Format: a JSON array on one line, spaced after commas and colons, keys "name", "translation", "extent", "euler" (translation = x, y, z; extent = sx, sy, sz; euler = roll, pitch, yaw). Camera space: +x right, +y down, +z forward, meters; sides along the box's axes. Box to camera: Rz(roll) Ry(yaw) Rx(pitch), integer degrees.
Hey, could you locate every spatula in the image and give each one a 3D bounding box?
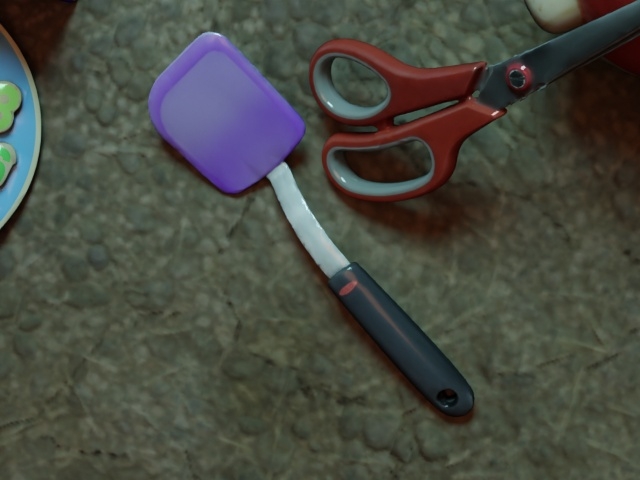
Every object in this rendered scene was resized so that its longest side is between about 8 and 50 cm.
[{"name": "spatula", "translation": [0.000, 0.000, 0.755], "extent": [0.084, 0.030, 0.296], "euler": [-38, 90, 26]}]

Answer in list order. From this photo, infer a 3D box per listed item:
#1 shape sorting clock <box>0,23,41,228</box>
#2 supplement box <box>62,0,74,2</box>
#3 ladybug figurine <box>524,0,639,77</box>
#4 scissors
[{"name": "shape sorting clock", "translation": [-0.289, -0.076, 0.762], "extent": [0.206, 0.040, 0.206], "euler": [-3, 101, -16]}, {"name": "supplement box", "translation": [-0.264, -0.237, 0.745], "extent": [0.220, 0.114, 0.111], "euler": [15, 96, 6]}, {"name": "ladybug figurine", "translation": [0.311, -0.228, 0.592], "extent": [0.449, 0.162, 0.305], "euler": [-34, 116, 12]}, {"name": "scissors", "translation": [0.105, -0.079, 0.658], "extent": [0.297, 0.021, 0.109], "euler": [-3, 111, 43]}]
